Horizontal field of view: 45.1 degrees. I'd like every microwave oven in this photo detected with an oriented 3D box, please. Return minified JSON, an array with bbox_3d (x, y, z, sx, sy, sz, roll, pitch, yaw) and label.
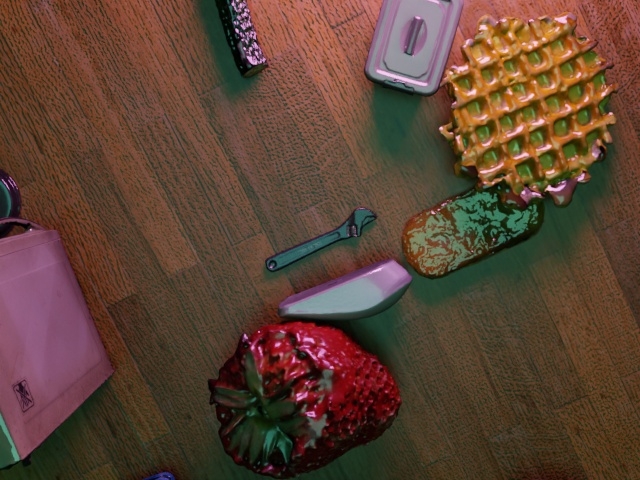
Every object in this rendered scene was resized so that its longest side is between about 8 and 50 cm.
[{"bbox_3d":[-0.530,0.161,1.162,0.247,0.394,0.333,-19,95,4],"label":"microwave oven"}]

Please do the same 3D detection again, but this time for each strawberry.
[{"bbox_3d":[-0.028,0.256,1.257,0.261,0.257,0.261,5,99,35],"label":"strawberry"}]

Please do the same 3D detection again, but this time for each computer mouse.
[{"bbox_3d":[0.041,0.096,1.265,0.230,0.128,0.079,-19,90,6],"label":"computer mouse"}]

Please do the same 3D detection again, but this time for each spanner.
[{"bbox_3d":[0.000,0.000,1.311,0.208,0.012,0.046,-25,95,6],"label":"spanner"}]

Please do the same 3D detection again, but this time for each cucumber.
[{"bbox_3d":[-0.135,-0.360,1.252,0.058,0.058,0.187,-15,98,4],"label":"cucumber"}]

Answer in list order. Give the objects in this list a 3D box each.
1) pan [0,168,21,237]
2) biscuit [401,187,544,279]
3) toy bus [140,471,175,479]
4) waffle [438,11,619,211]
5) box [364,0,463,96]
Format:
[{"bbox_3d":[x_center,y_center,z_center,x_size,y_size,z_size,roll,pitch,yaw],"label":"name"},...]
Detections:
[{"bbox_3d":[-0.629,-0.044,1.325,0.235,0.028,0.136,-24,95,5],"label":"pan"},{"bbox_3d":[0.255,-0.022,1.289,0.247,0.029,0.118,-24,89,6],"label":"biscuit"},{"bbox_3d":[-0.266,0.539,1.331,0.113,0.134,0.246,-22,97,5],"label":"toy bus"},{"bbox_3d":[0.326,-0.202,1.226,0.329,0.062,0.329,-1,97,-9],"label":"waffle"},{"bbox_3d":[0.145,-0.318,1.223,0.124,0.093,0.172,17,97,1],"label":"box"}]
